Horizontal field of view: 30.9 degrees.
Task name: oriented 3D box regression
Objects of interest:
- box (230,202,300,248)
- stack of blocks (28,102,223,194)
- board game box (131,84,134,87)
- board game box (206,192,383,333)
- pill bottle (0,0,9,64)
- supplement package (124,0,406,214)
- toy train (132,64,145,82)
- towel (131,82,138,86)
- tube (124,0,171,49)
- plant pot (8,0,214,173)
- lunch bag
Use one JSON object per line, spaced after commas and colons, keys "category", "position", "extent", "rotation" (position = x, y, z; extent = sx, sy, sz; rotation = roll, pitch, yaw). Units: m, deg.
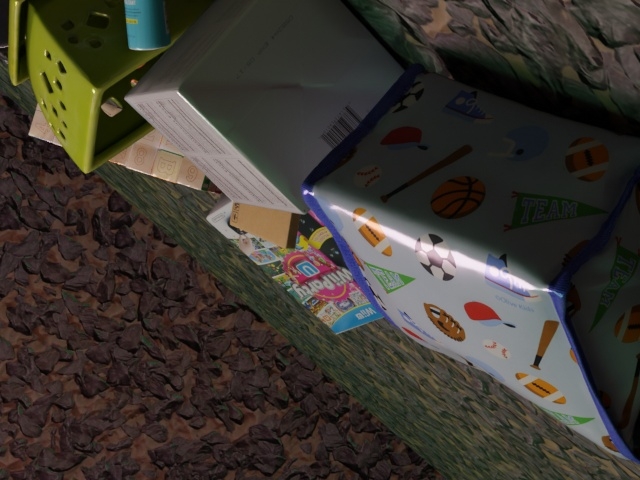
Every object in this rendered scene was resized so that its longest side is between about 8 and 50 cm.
{"category": "box", "position": [-0.071, -0.102, 1.687], "extent": [0.021, 0.201, 0.164], "rotation": [3, -169, -35]}
{"category": "stack of blocks", "position": [-0.295, -0.161, 1.877], "extent": [0.297, 0.087, 0.171], "rotation": [18, -177, 8]}
{"category": "board game box", "position": [-0.271, -0.232, 2.142], "extent": [0.181, 0.043, 0.092], "rotation": [31, 165, 35]}
{"category": "board game box", "position": [0.000, 0.000, 1.848], "extent": [0.303, 0.097, 0.224], "rotation": [42, 146, -16]}
{"category": "pill bottle", "position": [-0.419, -0.308, 1.745], "extent": [0.123, 0.123, 0.219], "rotation": [36, -175, 17]}
{"category": "supplement package", "position": [-0.066, -0.172, 1.338], "extent": [0.198, 0.199, 0.262], "rotation": [44, 169, -19]}
{"category": "toy train", "position": [-0.229, -0.264, 1.759], "extent": [0.166, 0.125, 0.046], "rotation": [32, -161, 19]}
{"category": "towel", "position": [-0.258, -0.251, 1.923], "extent": [0.325, 0.038, 0.248], "rotation": [32, -177, 27]}
{"category": "tube", "position": [-0.217, -0.336, 1.396], "extent": [0.080, 0.052, 0.207], "rotation": [20, 120, 50]}
{"category": "plant pot", "position": [-0.295, -0.266, 1.577], "extent": [0.207, 0.227, 0.228], "rotation": [45, 151, 10]}
{"category": "lunch bag", "position": [0.217, 0.042, 1.181], "extent": [0.328, 0.239, 0.385], "rotation": [26, 155, 43]}
